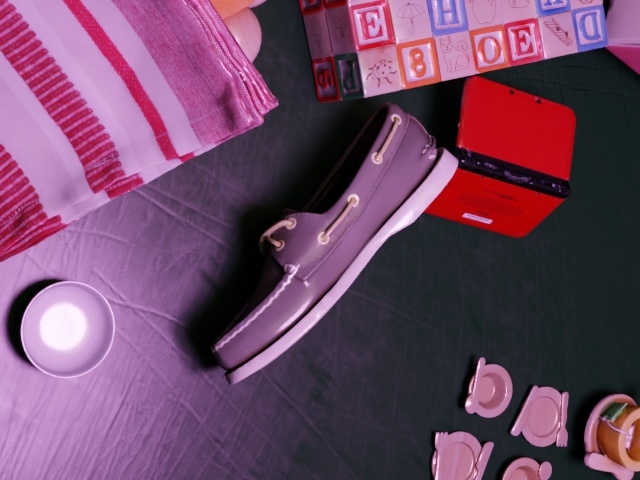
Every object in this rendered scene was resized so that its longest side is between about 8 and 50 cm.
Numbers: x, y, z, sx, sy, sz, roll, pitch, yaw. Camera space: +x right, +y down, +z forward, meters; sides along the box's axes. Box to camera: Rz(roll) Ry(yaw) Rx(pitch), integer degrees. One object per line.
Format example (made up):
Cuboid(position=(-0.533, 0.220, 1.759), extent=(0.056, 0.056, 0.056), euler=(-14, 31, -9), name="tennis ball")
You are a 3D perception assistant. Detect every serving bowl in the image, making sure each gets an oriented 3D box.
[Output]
Cuboid(position=(-0.220, 0.075, 1.162), extent=(0.083, 0.027, 0.083), euler=(-1, 92, -30), name="serving bowl")

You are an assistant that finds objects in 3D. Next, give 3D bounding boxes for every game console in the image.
Cuboid(position=(0.175, -0.080, 1.363), extent=(0.144, 0.124, 0.085), euler=(14, 48, -29), name="game console")

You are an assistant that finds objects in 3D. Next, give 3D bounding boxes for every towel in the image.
Cuboid(position=(-0.225, -0.120, 1.011), extent=(0.237, 0.329, 0.037), euler=(55, 28, -19), name="towel")

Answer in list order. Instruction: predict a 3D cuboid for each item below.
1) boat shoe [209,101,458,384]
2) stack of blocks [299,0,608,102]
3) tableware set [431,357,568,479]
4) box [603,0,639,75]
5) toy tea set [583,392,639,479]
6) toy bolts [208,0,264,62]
Cuboid(position=(-0.002, 0.000, 1.243), extent=(0.091, 0.109, 0.305), euler=(47, 71, -11), name="boat shoe")
Cuboid(position=(0.129, -0.245, 1.315), extent=(0.297, 0.087, 0.171), euler=(-14, 99, -29), name="stack of blocks")
Cuboid(position=(0.190, 0.206, 1.405), extent=(0.168, 0.020, 0.141), euler=(22, 81, -28), name="tableware set")
Cuboid(position=(0.416, -0.227, 1.422), extent=(0.232, 0.126, 0.149), euler=(23, 79, -46), name="box")
Cuboid(position=(0.348, 0.283, 1.427), extent=(0.200, 0.124, 0.336), euler=(41, 72, -32), name="toy tea set")
Cuboid(position=(-0.122, -0.227, 1.088), extent=(0.228, 0.218, 0.159), euler=(-59, 137, -51), name="toy bolts")
